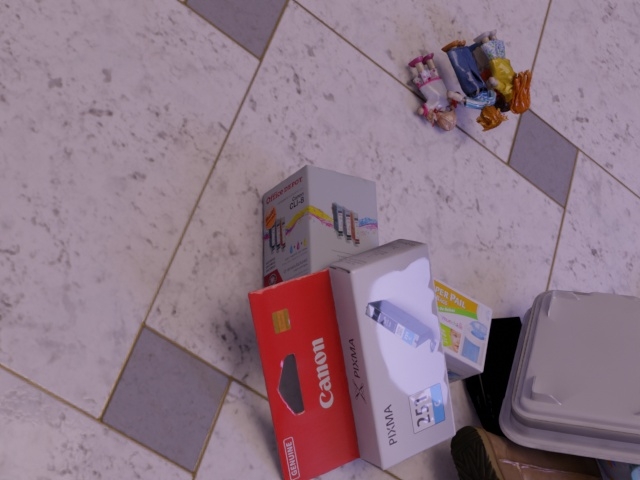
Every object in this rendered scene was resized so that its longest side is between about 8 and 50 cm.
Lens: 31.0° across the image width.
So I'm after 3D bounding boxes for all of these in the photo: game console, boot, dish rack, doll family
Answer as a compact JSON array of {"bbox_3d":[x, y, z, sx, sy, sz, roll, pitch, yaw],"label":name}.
[{"bbox_3d":[0.382,0.227,1.928,0.361,0.044,0.213,-2,73,-38],"label":"game console"},{"bbox_3d":[0.332,0.390,1.726,0.269,0.089,0.236,17,50,-37],"label":"boot"},{"bbox_3d":[0.436,0.189,1.770,0.333,0.285,0.072,-64,154,-49],"label":"dish rack"},{"bbox_3d":[0.283,-0.274,2.013,0.263,0.118,0.163,-21,85,-40],"label":"doll family"}]

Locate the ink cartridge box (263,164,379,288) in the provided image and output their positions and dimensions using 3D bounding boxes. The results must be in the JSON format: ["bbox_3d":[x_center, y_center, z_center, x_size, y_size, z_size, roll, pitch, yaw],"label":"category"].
[{"bbox_3d":[0.000,0.000,1.682,0.127,0.128,0.176,13,63,-32],"label":"ink cartridge box"}]

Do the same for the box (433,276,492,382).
[{"bbox_3d":[0.148,0.124,1.757,0.203,0.103,0.114,28,58,-25],"label":"box"}]

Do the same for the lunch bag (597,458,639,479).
[{"bbox_3d":[0.525,0.342,1.840,0.223,0.160,0.262,-116,180,-52],"label":"lunch bag"}]

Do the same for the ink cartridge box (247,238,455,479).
[{"bbox_3d":[0.051,0.175,1.590,0.261,0.066,0.296,-19,107,-30],"label":"ink cartridge box"}]
